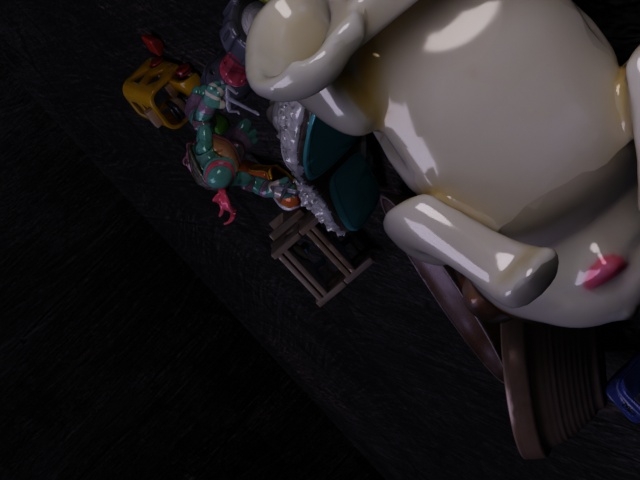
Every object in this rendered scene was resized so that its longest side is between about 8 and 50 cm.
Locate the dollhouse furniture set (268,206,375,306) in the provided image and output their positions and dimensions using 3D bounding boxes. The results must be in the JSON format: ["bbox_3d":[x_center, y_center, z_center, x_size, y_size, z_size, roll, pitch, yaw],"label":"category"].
[{"bbox_3d":[0.000,0.000,1.869,0.129,0.129,0.184,48,-171,-16],"label":"dollhouse furniture set"}]

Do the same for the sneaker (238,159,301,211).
[{"bbox_3d":[-0.091,-0.115,1.891,0.175,0.064,0.067,26,138,37],"label":"sneaker"}]

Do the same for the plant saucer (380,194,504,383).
[{"bbox_3d":[0.187,0.056,1.475,0.311,0.050,0.310,56,178,3],"label":"plant saucer"}]

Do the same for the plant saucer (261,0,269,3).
[{"bbox_3d":[-0.070,-0.328,1.154,0.188,0.045,0.188,36,155,43],"label":"plant saucer"}]

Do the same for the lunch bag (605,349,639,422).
[{"bbox_3d":[0.393,0.171,1.271,0.067,0.098,0.065,45,163,7],"label":"lunch bag"}]

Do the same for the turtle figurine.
[{"bbox_3d":[-0.120,-0.119,1.363,0.175,0.118,0.234,61,-178,-26],"label":"turtle figurine"}]

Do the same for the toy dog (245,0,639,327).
[{"bbox_3d":[0.142,-0.088,0.887,0.408,0.284,0.395,51,177,-25],"label":"toy dog"}]

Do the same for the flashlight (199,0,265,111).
[{"bbox_3d":[-0.107,-0.244,1.428,0.103,0.103,0.304,8,168,-16],"label":"flashlight"}]

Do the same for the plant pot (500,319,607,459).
[{"bbox_3d":[0.303,0.156,1.347,0.109,0.237,0.237,-5,144,19],"label":"plant pot"}]

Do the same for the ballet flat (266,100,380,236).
[{"bbox_3d":[-0.010,-0.132,1.414,0.147,0.147,0.409,38,164,21],"label":"ballet flat"}]

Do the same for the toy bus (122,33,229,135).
[{"bbox_3d":[-0.264,-0.248,1.861,0.191,0.104,0.202,41,166,9],"label":"toy bus"}]
